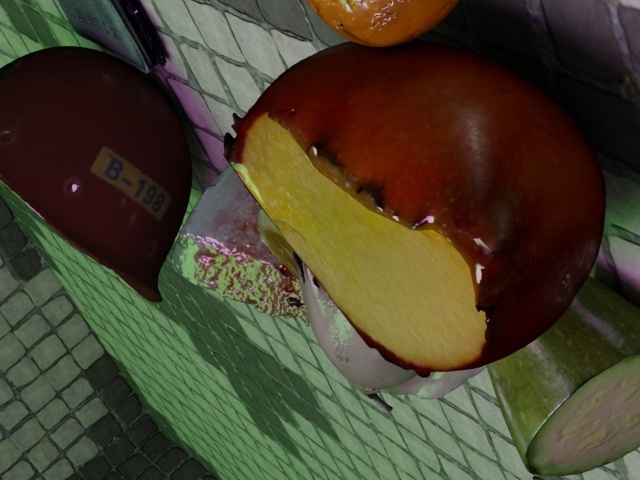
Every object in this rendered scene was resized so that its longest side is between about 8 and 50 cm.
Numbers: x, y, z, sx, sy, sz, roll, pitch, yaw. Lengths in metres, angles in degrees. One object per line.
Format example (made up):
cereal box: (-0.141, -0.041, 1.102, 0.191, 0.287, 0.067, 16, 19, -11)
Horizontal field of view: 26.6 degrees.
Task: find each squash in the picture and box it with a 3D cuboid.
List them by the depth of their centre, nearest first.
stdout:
squash: (0.215, 0.111, 1.129, 0.123, 0.170, 0.170, 52, 166, 32)

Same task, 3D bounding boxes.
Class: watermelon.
watermelon: (-0.058, 0.020, 1.651, 0.241, 0.154, 0.094, 32, 159, 9)

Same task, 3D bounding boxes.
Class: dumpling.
dumpling: (0.081, 0.038, 1.286, 0.163, 0.204, 0.293, 53, 173, 47)

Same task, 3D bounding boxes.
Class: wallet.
wallet: (-0.278, -0.296, 1.643, 0.222, 0.036, 0.167, 29, 154, 47)

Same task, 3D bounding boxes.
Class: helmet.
helmet: (-0.287, -0.112, 1.729, 0.385, 0.230, 0.337, 40, 173, -39)

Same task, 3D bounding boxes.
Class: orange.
orange: (0.044, -0.203, 0.946, 0.135, 0.117, 0.136, 6, 99, 36)

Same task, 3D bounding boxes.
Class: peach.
peach: (0.093, -0.047, 1.003, 0.258, 0.201, 0.361, 55, 165, -12)

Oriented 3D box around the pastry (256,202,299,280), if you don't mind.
pastry: (0.000, 0.000, 1.512, 0.166, 0.088, 0.166, 45, 163, 18)
